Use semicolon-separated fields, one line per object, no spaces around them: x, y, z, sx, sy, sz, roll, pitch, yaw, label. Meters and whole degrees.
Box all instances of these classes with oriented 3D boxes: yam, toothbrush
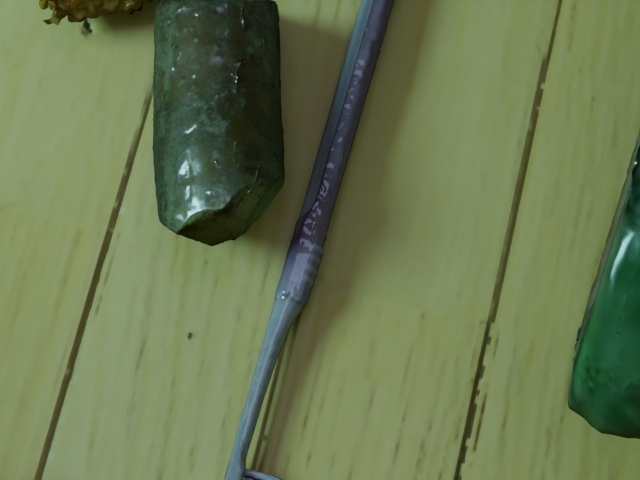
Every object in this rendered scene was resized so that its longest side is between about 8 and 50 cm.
-0.050;-0.064;0.858;0.070;0.069;0.146;-3;71;-1;yam
0.000;0.000;0.859;0.029;0.024;0.354;16;72;-1;toothbrush

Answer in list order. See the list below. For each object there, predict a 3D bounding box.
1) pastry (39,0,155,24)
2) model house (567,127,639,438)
-0.090;-0.166;0.898;0.140;0.056;0.080;-19;55;-8;pastry
0.283;-0.043;0.730;0.280;0.245;0.312;17;99;9;model house
